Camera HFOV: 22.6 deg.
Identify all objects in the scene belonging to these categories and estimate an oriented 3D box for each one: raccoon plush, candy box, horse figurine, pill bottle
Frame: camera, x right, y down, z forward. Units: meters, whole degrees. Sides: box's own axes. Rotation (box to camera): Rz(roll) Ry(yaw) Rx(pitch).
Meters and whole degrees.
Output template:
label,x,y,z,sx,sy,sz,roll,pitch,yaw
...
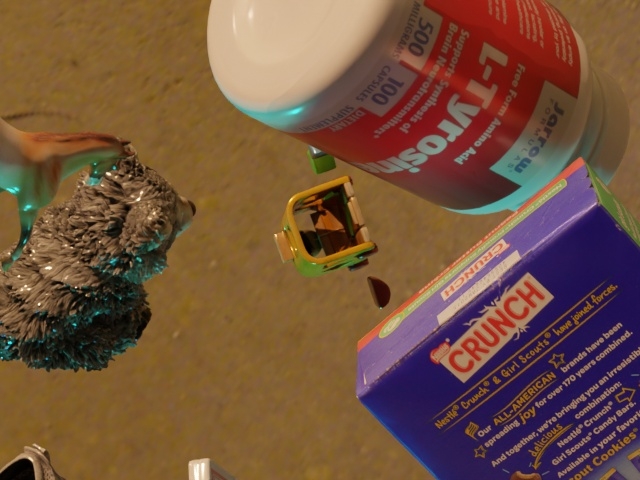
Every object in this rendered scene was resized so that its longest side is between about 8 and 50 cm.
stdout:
label,x,y,z,sx,sy,sz,roll,pitch,yaw
raccoon plush,-0.358,0.061,2.062,0.216,0.446,0.299,46,152,11
candy box,0.229,0.136,1.402,0.268,0.122,0.317,-40,107,13
horse figurine,-0.325,-0.074,1.496,0.263,0.066,0.174,30,118,-34
pill bottle,0.110,-0.159,1.520,0.229,0.229,0.407,-31,144,34

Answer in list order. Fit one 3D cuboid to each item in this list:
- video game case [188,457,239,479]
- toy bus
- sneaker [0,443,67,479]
label,x,y,z,sx,sy,sz,roll,pitch,yaw
video game case,-0.083,0.382,1.611,0.025,0.285,0.204,-10,156,14
toy bus,-0.001,-0.007,1.917,0.104,0.191,0.202,-19,127,-8
sneaker,-0.281,0.259,1.155,0.105,0.281,0.115,15,135,27
